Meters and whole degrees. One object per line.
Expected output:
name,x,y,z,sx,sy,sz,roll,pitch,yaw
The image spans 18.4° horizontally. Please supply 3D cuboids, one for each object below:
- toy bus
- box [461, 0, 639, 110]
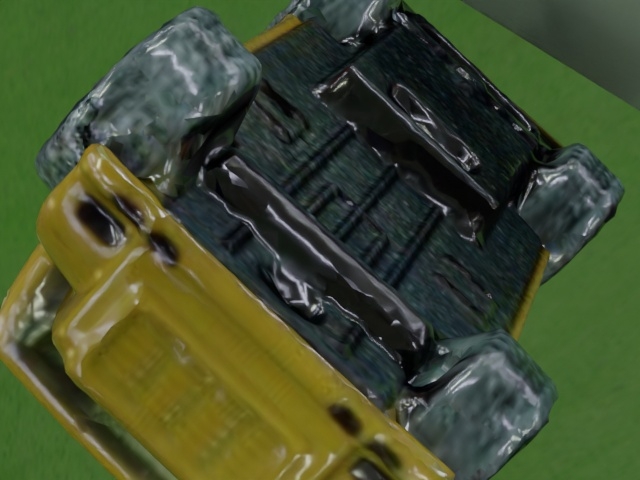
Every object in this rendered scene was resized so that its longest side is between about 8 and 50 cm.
toy bus,0.000,0.000,0.567,0.121,0.335,0.123,44,108,-1
box,0.157,-0.156,0.706,0.129,0.086,0.225,33,62,9
